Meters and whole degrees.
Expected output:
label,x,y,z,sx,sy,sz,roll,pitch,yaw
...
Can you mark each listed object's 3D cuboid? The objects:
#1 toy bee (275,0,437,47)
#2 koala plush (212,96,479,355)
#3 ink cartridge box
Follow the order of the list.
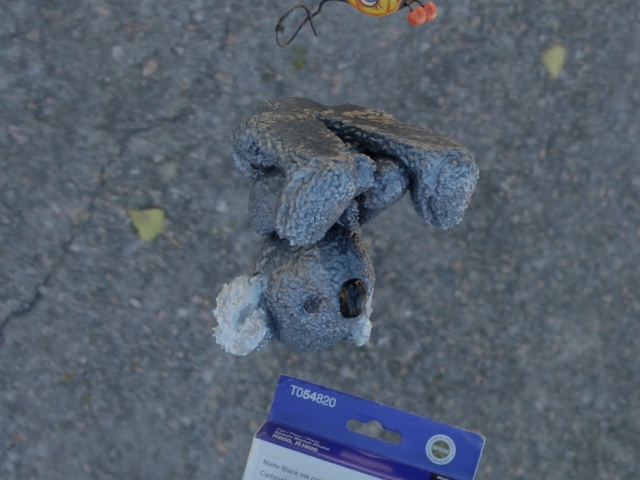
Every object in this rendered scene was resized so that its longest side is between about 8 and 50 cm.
label,x,y,z,sx,sy,sz,roll,pitch,yaw
toy bee,0.077,-0.324,1.456,0.195,0.162,0.298,-45,160,-32
koala plush,0.000,0.000,1.149,0.196,0.203,0.221,-7,116,-35
ink cartridge box,0.028,0.268,1.266,0.223,0.045,0.224,15,92,10
